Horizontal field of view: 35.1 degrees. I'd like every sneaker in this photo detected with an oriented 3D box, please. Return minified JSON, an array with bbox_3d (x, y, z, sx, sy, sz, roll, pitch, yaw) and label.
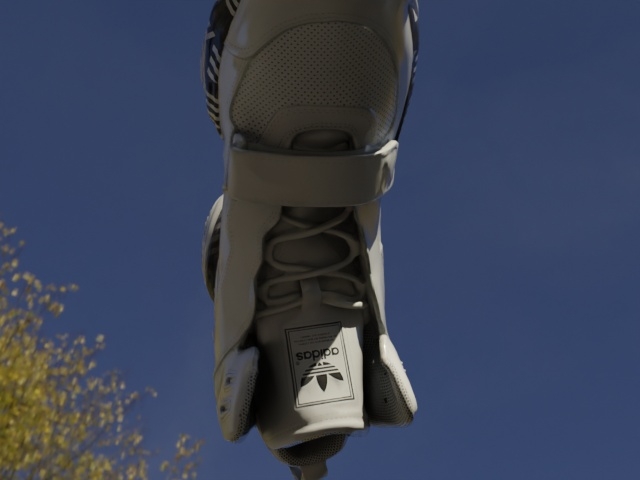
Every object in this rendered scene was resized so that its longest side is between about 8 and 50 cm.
[{"bbox_3d":[0.000,0.000,0.632,0.138,0.210,0.365,-3,-36,-13],"label":"sneaker"}]
